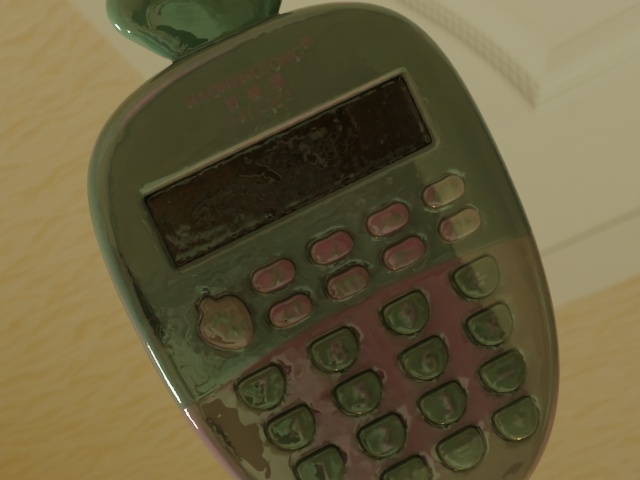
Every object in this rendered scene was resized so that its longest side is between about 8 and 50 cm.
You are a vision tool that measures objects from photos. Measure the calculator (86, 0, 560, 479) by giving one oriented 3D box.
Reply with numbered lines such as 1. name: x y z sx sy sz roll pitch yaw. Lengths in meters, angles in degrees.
1. calculator: 0.000 0.000 0.592 0.299 0.185 0.041 63 171 -2
